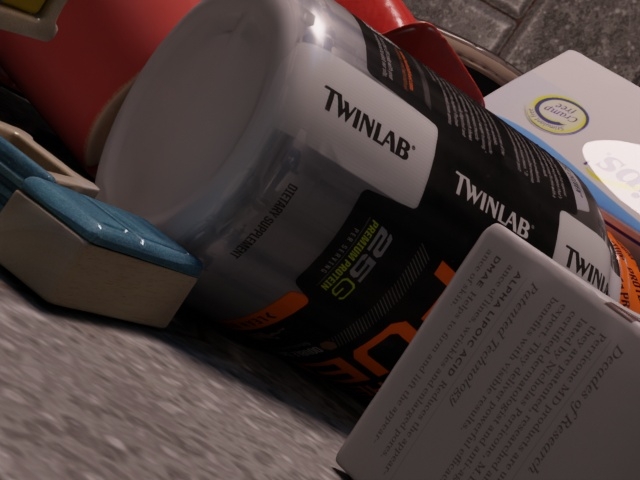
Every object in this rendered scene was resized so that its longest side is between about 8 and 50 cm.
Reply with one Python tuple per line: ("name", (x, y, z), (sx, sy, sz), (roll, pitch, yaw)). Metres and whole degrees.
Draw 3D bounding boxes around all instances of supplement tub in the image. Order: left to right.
("supplement tub", (0.042, -0.005, 0.975), (0.338, 0.207, 0.207), (30, 6, -32))

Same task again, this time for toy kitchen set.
("toy kitchen set", (-0.138, -0.083, 0.796), (0.207, 0.166, 0.122), (35, 5, 22))

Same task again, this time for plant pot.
("plant pot", (-0.147, -0.187, 1.201), (0.243, 0.275, 0.275), (60, 16, 25))

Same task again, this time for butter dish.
("butter dish", (0.019, -0.130, 1.096), (0.160, 0.160, 0.118), (42, 30, -61))

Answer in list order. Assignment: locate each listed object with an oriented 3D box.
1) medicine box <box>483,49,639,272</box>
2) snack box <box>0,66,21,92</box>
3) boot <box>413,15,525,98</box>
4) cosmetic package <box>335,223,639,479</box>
("medicine box", (0.231, 0.043, 1.207), (0.263, 0.149, 0.289), (37, -39, 30))
("snack box", (-0.289, -0.242, 1.331), (0.070, 0.174, 0.207), (35, 4, 37))
("boot", (0.152, -0.045, 1.615), (0.377, 0.284, 0.138), (33, 6, -25))
("cosmetic package", (0.137, 0.114, 0.737), (0.151, 0.151, 0.184), (29, 7, -37))
